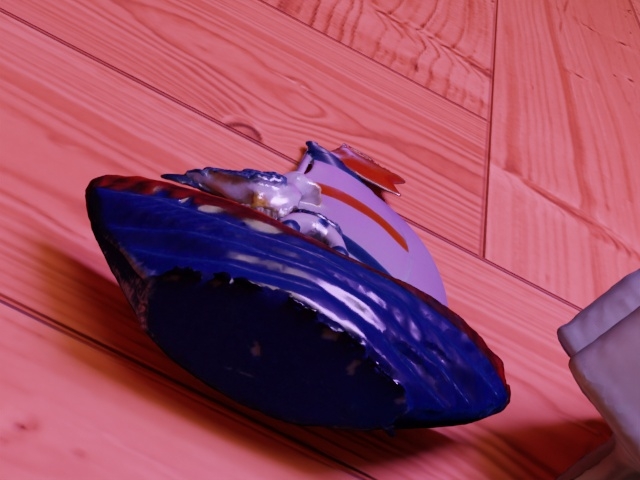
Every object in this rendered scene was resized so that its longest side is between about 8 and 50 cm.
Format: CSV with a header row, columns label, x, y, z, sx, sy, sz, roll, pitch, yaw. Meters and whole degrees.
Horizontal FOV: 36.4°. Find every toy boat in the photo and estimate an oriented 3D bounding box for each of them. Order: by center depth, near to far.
label,x,y,z,sx,sy,sz,roll,pitch,yaw
toy boat,0.017,0.017,0.532,0.219,0.072,0.318,37,21,17

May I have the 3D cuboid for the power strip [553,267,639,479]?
label,x,y,z,sx,sy,sz,roll,pitch,yaw
power strip,0.182,0.114,0.420,0.261,0.141,0.229,40,15,-48
